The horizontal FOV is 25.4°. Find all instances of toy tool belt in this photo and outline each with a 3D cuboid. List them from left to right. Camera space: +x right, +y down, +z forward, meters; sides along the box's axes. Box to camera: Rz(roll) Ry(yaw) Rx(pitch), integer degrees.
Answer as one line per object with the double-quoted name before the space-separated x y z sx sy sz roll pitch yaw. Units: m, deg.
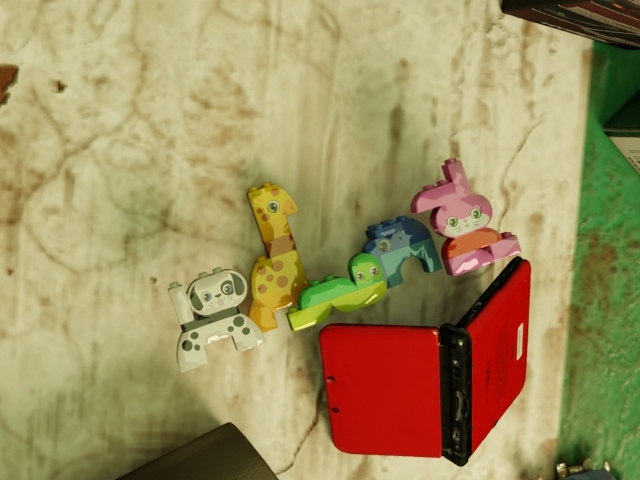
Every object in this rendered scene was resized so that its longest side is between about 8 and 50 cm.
"toy tool belt" 0.188 0.178 1.001 0.083 0.052 0.051 -17 109 -12

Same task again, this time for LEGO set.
"LEGO set" 0.000 0.000 0.918 0.227 0.087 0.093 -19 94 -7

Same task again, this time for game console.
"game console" 0.073 0.078 0.940 0.124 0.085 0.144 -46 150 -29

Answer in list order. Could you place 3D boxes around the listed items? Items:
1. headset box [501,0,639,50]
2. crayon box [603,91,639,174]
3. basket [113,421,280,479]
"headset box" 0.231 -0.230 0.838 0.110 0.293 0.218 13 92 -15
"crayon box" 0.436 -0.053 1.007 0.313 0.106 0.363 -44 103 -7
"basket" -0.113 0.229 0.887 0.227 0.154 0.204 -36 105 -11
